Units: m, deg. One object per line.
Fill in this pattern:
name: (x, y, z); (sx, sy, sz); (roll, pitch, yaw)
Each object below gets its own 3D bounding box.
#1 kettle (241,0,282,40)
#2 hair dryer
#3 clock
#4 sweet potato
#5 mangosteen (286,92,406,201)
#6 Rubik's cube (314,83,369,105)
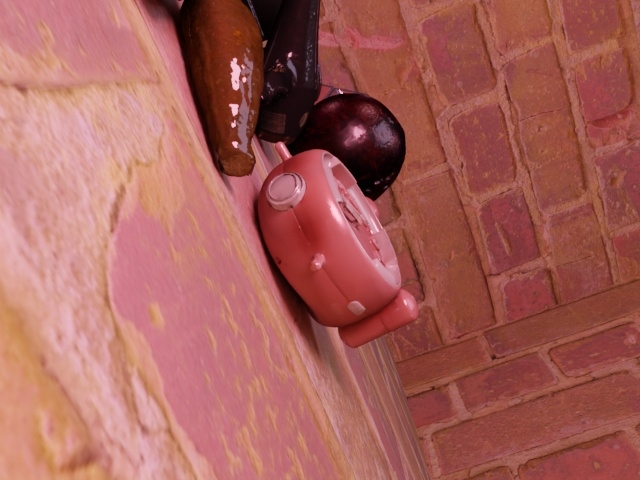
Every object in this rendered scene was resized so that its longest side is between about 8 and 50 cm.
kettle: (-0.133, -0.524, 1.001); (0.262, 0.203, 0.307); (-103, 174, -71)
hair dryer: (-0.052, -0.263, 0.794); (0.359, 0.120, 0.303); (-80, -174, -67)
clock: (0.000, 0.000, 0.702); (0.241, 0.142, 0.227); (47, 20, -52)
sweet potato: (-0.101, -0.197, 0.611); (0.112, 0.085, 0.285); (80, -8, -60)
mangosteen: (0.058, -0.221, 1.322); (0.297, 0.297, 0.293); (61, 12, -60)
Rubik's cube: (-0.036, -0.337, 1.560); (0.233, 0.228, 0.229); (34, 35, 22)
